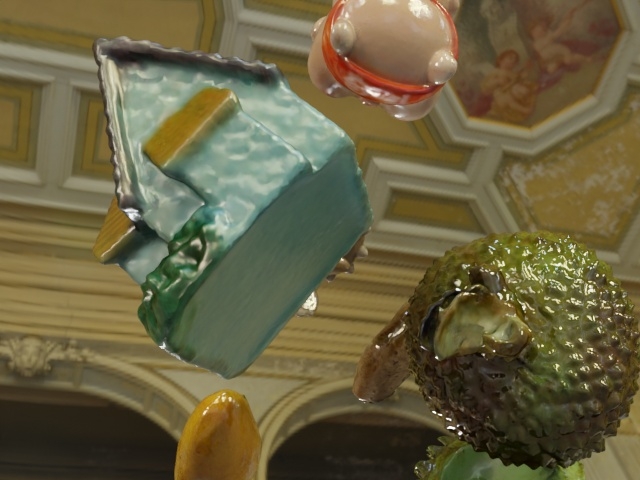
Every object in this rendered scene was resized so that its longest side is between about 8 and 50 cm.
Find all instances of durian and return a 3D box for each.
[{"bbox_3d":[0.191,0.366,0.993,0.198,0.394,0.163,7,-60,19],"label":"durian"}]

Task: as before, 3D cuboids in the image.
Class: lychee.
[{"bbox_3d":[0.223,0.117,0.954,0.270,0.270,0.320,-14,-44,-1],"label":"lychee"}]

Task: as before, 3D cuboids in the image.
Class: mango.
[{"bbox_3d":[-0.157,0.321,1.335,0.147,0.109,0.227,-12,-52,-37],"label":"mango"}]

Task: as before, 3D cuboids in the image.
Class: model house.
[{"bbox_3d":[-0.119,-0.049,0.762,0.230,0.249,0.280,-50,-16,-8],"label":"model house"}]

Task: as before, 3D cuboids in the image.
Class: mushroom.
[{"bbox_3d":[0.129,0.178,1.439,0.210,0.072,0.094,-48,-44,-15],"label":"mushroom"}]

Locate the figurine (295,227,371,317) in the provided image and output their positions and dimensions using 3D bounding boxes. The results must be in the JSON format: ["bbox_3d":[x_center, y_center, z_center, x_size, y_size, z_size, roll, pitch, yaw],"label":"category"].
[{"bbox_3d":[-0.002,-0.005,1.369,0.173,0.247,0.177,-14,-78,-8],"label":"figurine"}]

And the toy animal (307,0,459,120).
[{"bbox_3d":[0.076,-0.225,0.954,0.171,0.198,0.171,4,-52,5],"label":"toy animal"}]
